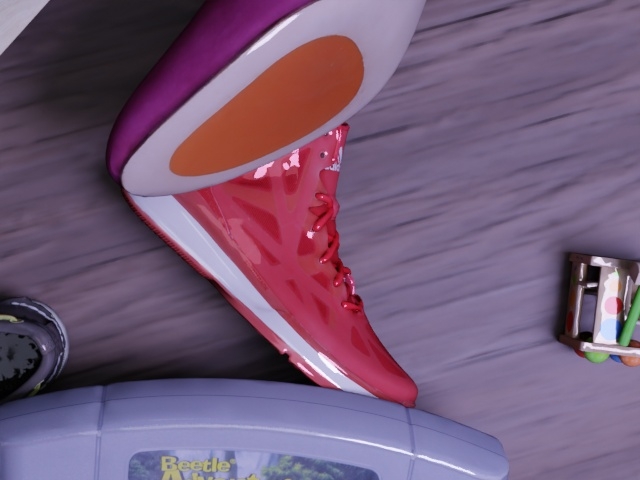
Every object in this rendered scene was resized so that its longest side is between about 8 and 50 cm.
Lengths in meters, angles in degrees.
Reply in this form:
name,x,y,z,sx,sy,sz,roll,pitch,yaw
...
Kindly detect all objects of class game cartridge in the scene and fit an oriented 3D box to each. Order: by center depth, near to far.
name,x,y,z,sx,sy,sz,roll,pitch,yaw
game cartridge,-0.045,0.173,0.861,0.294,0.060,0.196,4,114,-5

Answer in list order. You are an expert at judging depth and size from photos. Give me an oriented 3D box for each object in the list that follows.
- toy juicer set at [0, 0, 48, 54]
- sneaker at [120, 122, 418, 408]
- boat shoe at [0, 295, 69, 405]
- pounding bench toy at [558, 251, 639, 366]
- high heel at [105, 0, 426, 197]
name,x,y,z,sx,sy,sz,roll,pitch,yaw
toy juicer set,-0.190,-0.274,0.855,0.209,0.089,0.329,-31,87,-16
sneaker,0.000,0.000,0.879,0.221,0.087,0.128,42,89,-7
boat shoe,-0.261,0.089,0.865,0.227,0.068,0.081,-20,94,-4
pounding bench toy,0.183,0.044,0.898,0.052,0.083,0.065,7,91,-6
high heel,-0.003,-0.186,0.849,0.377,0.127,0.181,-38,65,-14
